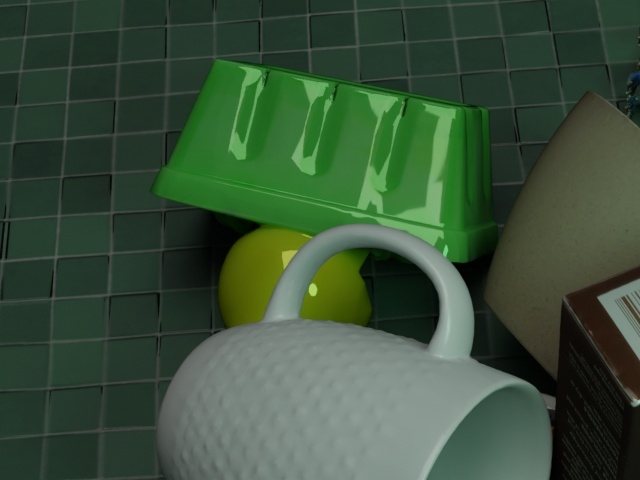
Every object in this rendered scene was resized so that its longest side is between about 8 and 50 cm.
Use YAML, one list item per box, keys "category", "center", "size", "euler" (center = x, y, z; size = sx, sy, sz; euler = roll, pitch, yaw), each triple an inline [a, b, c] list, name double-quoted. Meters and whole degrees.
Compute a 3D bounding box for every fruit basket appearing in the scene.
- category: "fruit basket"
  center: [0.000, 0.000, 2.029]
  size: [0.392, 0.283, 0.392]
  euler: [1, 94, 16]

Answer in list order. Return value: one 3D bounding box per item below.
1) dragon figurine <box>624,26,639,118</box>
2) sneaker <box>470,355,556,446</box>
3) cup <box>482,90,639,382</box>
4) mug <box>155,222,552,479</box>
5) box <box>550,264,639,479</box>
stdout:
- category: "dragon figurine"
  center: [0.455, -0.206, 2.211]
  size: [0.144, 0.085, 0.289]
  euler: [10, 54, 13]
- category: "sneaker"
  center: [0.156, 0.160, 1.903]
  size: [0.262, 0.099, 0.121]
  euler: [2, 39, 36]
- category: "cup"
  center: [0.311, 0.040, 1.915]
  size: [0.237, 0.331, 0.331]
  euler: [-43, 56, 4]
- category: "mug"
  center: [0.028, 0.169, 1.756]
  size: [0.328, 0.276, 0.374]
  euler: [18, 98, 32]
- category: "box"
  center: [0.333, 0.177, 1.730]
  size: [0.191, 0.381, 0.143]
  euler: [-22, 55, -11]
